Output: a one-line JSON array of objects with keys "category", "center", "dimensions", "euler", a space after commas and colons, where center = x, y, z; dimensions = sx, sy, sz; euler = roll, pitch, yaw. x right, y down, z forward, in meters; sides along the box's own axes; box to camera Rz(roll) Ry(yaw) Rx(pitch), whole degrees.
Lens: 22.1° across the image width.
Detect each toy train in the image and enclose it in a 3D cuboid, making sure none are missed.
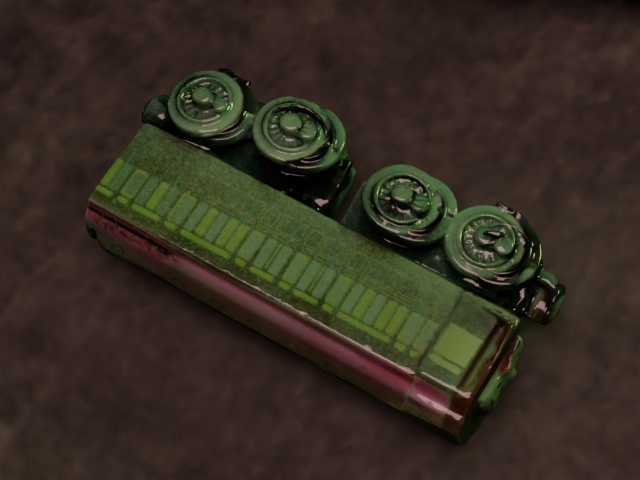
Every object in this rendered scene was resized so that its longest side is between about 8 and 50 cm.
[{"category": "toy train", "center": [0.000, 0.000, 0.502], "dimensions": [0.148, 0.038, 0.071], "euler": [28, 78, 17]}]
